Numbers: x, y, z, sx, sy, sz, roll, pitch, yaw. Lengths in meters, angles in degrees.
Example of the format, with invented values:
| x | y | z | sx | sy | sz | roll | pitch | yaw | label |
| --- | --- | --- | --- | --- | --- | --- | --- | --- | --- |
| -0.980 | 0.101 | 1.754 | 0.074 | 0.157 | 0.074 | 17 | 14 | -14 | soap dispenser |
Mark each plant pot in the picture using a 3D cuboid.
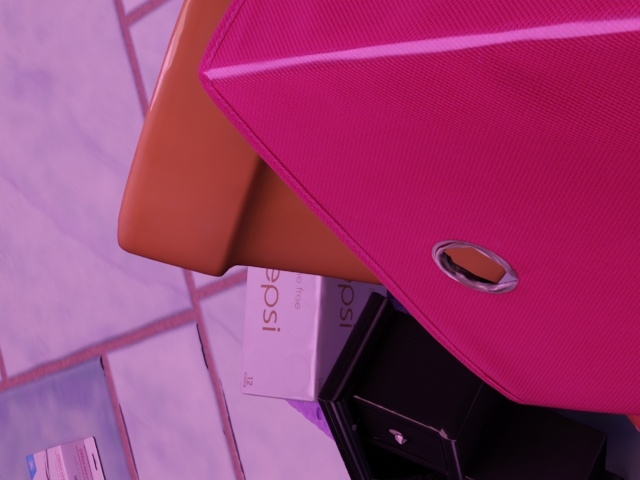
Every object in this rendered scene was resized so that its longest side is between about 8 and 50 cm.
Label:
| x | y | z | sx | sy | sz | roll | pitch | yaw | label |
| --- | --- | --- | --- | --- | --- | --- | --- | --- | --- |
| 0.032 | -0.096 | 0.834 | 0.203 | 0.291 | 0.291 | 20 | 121 | -3 | plant pot |

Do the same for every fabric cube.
| x | y | z | sx | sy | sz | roll | pitch | yaw | label |
| --- | --- | --- | --- | --- | --- | --- | --- | --- | --- |
| 0.162 | -0.089 | 0.590 | 0.258 | 0.254 | 0.259 | 1 | 55 | 47 | fabric cube |

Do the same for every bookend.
| x | y | z | sx | sy | sz | roll | pitch | yaw | label |
| --- | --- | --- | --- | --- | --- | --- | --- | --- | --- |
| 0.093 | 0.118 | 0.860 | 0.157 | 0.072 | 0.156 | 21 | 158 | 18 | bookend |

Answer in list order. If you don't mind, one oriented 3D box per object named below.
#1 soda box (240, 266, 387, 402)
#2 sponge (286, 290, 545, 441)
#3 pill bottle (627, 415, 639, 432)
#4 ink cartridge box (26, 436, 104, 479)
| x | y | z | sx | sy | sz | roll | pitch | yaw | label |
| --- | --- | --- | --- | --- | --- | --- | --- | --- | --- |
| 0.000 | 0.000 | 1.012 | 0.074 | 0.069 | 0.216 | 1 | 87 | 44 | soda box |
| 0.056 | 0.109 | 1.031 | 0.210 | 0.031 | 0.117 | 35 | 121 | 40 | sponge |
| 0.217 | 0.069 | 0.774 | 0.216 | 0.121 | 0.121 | 55 | 133 | 26 | pill bottle |
| -0.236 | 0.213 | 1.378 | 0.083 | 0.028 | 0.048 | -24 | 79 | 47 | ink cartridge box |
